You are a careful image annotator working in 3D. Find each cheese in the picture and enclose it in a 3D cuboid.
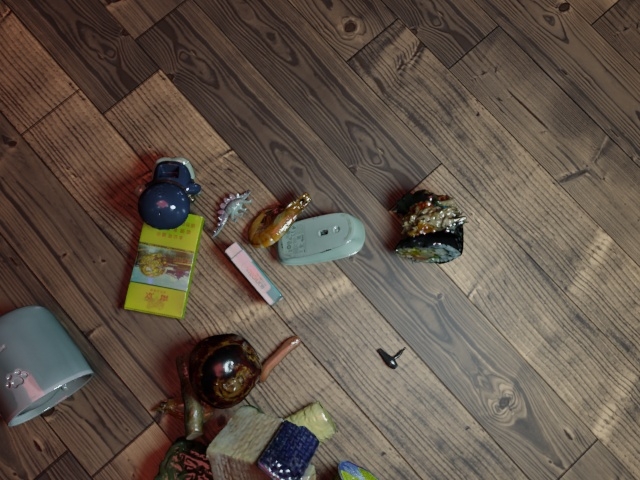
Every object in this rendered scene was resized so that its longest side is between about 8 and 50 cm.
[{"bbox_3d":[-0.045,0.576,1.754,0.167,0.094,0.123,-30,93,-2],"label":"cheese"}]

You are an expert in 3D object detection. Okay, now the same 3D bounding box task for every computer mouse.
[{"bbox_3d":[0.003,0.003,1.840,0.288,0.097,0.160,-15,56,12],"label":"computer mouse"}]

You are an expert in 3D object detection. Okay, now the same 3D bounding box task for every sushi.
[{"bbox_3d":[0.343,-0.046,1.804,0.238,0.225,0.219,-9,73,15],"label":"sushi"}]

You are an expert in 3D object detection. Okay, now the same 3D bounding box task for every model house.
[{"bbox_3d":[-0.127,0.649,1.583,0.284,0.243,0.299,4,118,31],"label":"model house"}]

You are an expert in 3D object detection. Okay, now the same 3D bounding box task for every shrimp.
[{"bbox_3d":[-0.422,0.521,1.776,0.183,0.043,0.092,6,84,-1],"label":"shrimp"},{"bbox_3d":[-0.132,-0.070,1.842,0.248,0.068,0.150,-33,49,4],"label":"shrimp"}]

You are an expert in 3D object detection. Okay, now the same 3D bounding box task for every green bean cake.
[{"bbox_3d":[-0.378,0.740,1.702,0.241,0.132,0.255,26,81,-1],"label":"green bean cake"}]

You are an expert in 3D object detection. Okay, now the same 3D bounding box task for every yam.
[{"bbox_3d":[-0.394,0.469,1.742,0.061,0.061,0.253,-13,63,-4],"label":"yam"}]

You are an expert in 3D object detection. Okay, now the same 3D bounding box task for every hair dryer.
[{"bbox_3d":[0.233,0.358,1.833,0.083,0.031,0.079,-37,74,-20],"label":"hair dryer"}]

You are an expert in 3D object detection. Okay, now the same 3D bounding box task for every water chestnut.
[{"bbox_3d":[-0.295,0.384,1.736,0.223,0.238,0.224,-3,94,-42],"label":"water chestnut"}]

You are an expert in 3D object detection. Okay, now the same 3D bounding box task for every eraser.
[{"bbox_3d":[-0.208,0.108,1.821,0.052,0.095,0.225,-40,84,-3],"label":"eraser"}]

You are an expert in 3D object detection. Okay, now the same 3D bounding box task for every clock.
[{"bbox_3d":[-0.482,-0.142,1.799,0.199,0.147,0.244,5,50,-5],"label":"clock"}]

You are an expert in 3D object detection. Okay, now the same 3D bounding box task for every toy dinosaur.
[{"bbox_3d":[-0.297,-0.091,1.877,0.082,0.039,0.209,31,71,7],"label":"toy dinosaur"}]

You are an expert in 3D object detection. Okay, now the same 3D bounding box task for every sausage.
[{"bbox_3d":[-0.134,0.370,1.810,0.043,0.043,0.186,44,82,5],"label":"sausage"}]

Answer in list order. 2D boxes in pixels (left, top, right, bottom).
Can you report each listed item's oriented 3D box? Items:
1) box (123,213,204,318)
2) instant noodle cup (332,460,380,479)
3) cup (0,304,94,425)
[{"bbox_3d":[-0.498,0.071,1.845,0.186,0.047,0.335,10,81,-1],"label":"box"},{"bbox_3d":[0.067,0.845,1.641,0.284,0.284,0.312,37,91,4],"label":"instant noodle cup"},{"bbox_3d":[-0.888,0.380,1.706,0.356,0.259,0.275,-38,81,24],"label":"cup"}]
